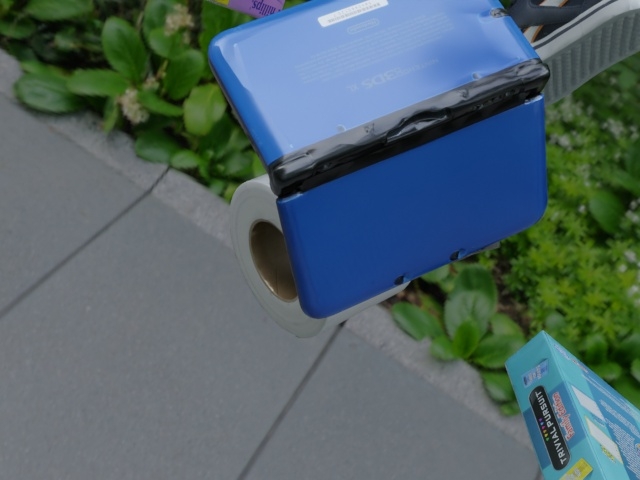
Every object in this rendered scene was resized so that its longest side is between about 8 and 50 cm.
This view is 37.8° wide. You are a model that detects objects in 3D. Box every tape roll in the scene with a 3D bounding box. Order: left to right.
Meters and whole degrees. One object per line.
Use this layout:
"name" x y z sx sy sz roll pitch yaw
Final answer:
"tape roll" 0.000 0.000 1.376 0.169 0.246 0.246 -24 61 -31

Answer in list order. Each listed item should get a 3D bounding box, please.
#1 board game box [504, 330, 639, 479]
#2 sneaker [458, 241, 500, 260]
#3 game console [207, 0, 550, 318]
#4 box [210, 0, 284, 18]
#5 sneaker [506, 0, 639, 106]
"board game box" 0.380 0.302 1.207 0.253 0.079 0.336 38 22 -20
"sneaker" 0.172 -0.009 1.141 0.089 0.170 0.051 -10 73 9
"game console" 0.065 -0.106 0.933 0.293 0.173 0.250 -23 68 -16
"box" -0.119 -0.462 1.358 0.117 0.243 0.213 25 12 21
"sneaker" 0.281 -0.255 1.158 0.126 0.321 0.128 13 64 -39
